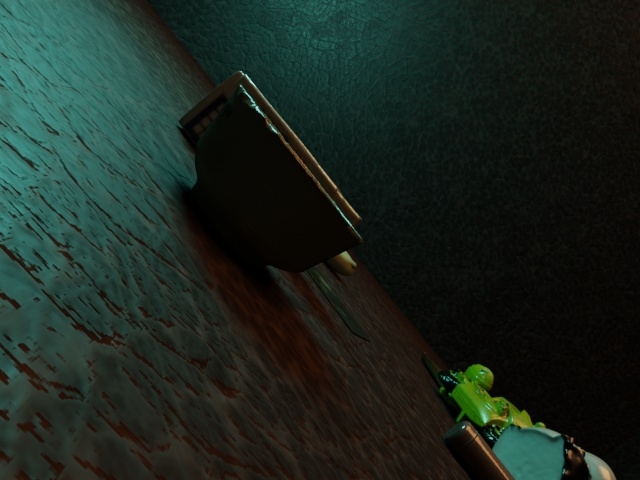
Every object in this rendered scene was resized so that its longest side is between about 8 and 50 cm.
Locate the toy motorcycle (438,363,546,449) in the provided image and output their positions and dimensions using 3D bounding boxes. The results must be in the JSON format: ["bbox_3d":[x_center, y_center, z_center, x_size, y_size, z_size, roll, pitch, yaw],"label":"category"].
[{"bbox_3d":[0.404,0.414,1.389,0.206,0.142,0.342,39,5,-20],"label":"toy motorcycle"}]

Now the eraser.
[{"bbox_3d":[-0.072,-0.099,0.868,0.279,0.124,0.081,52,4,6],"label":"eraser"}]

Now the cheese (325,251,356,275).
[{"bbox_3d":[0.001,0.000,1.315,0.235,0.049,0.127,27,39,-58],"label":"cheese"}]

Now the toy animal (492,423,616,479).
[{"bbox_3d":[0.442,0.457,1.107,0.235,0.165,0.187,34,-21,-26],"label":"toy animal"}]

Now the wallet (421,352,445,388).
[{"bbox_3d":[0.371,0.429,1.718,0.133,0.039,0.243,43,7,-21],"label":"wallet"}]

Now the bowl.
[{"bbox_3d":[-0.058,-0.047,0.630,0.211,0.112,0.211,50,4,-5],"label":"bowl"}]

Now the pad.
[{"bbox_3d":[0.017,0.091,1.013,0.190,0.004,0.127,53,4,23],"label":"pad"}]

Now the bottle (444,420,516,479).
[{"bbox_3d":[0.260,0.358,0.950,0.140,0.053,0.053,52,4,10],"label":"bottle"}]
